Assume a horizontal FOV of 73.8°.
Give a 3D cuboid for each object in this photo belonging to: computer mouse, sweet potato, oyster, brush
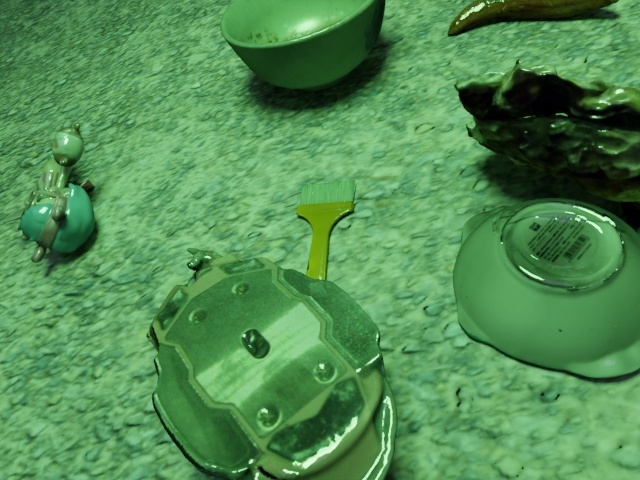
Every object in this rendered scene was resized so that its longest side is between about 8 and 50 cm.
[{"bbox_3d":[-0.074,0.119,0.450,0.199,0.115,0.389,-28,38,-23],"label":"computer mouse"},{"bbox_3d":[0.346,-0.396,0.709,0.255,0.058,0.078,4,77,26],"label":"sweet potato"},{"bbox_3d":[0.288,-0.103,0.454,0.271,0.275,0.100,35,116,48],"label":"oyster"},{"bbox_3d":[0.000,0.000,0.571,0.083,0.011,0.205,-3,56,16],"label":"brush"}]

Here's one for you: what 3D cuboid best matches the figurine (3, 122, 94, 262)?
[{"bbox_3d":[-0.427,-0.096,0.717,0.205,0.103,0.260,-45,45,17],"label":"figurine"}]

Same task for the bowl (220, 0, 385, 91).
[{"bbox_3d":[-0.014,-0.360,0.748,0.289,0.146,0.289,-10,52,13],"label":"bowl"}]

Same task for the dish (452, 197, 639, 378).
[{"bbox_3d":[0.250,0.015,0.432,0.246,0.078,0.224,-29,50,-3],"label":"dish"}]
